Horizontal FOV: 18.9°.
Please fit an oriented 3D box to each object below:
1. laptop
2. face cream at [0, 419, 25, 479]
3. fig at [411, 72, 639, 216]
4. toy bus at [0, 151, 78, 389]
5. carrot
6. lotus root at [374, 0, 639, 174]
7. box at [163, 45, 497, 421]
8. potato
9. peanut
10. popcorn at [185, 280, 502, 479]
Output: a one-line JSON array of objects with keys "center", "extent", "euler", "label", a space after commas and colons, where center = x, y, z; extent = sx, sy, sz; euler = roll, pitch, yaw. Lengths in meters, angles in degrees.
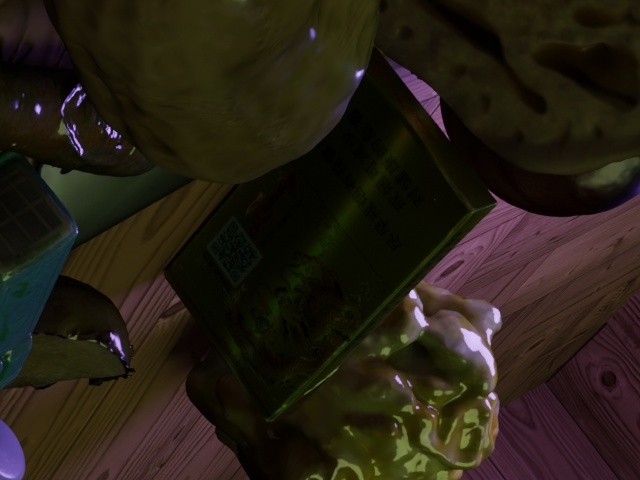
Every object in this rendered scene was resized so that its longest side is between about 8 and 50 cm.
[{"center": [-0.101, -0.080, 1.451], "extent": [0.269, 0.015, 0.187], "euler": [-31, 165, -21], "label": "laptop"}, {"center": [-0.316, 0.203, 1.690], "extent": [0.095, 0.091, 0.091], "euler": [-34, 168, 21], "label": "face cream"}, {"center": [0.207, -0.135, 1.625], "extent": [0.235, 0.235, 0.214], "euler": [-36, 129, -4], "label": "fig"}, {"center": [-0.243, 0.034, 1.305], "extent": [0.091, 0.109, 0.262], "euler": [-35, 168, -32], "label": "toy bus"}, {"center": [-0.180, -0.080, 1.172], "extent": [0.070, 0.070, 0.342], "euler": [-40, 164, 14], "label": "carrot"}, {"center": [0.182, -0.219, 1.158], "extent": [0.250, 0.316, 0.316], "euler": [-45, 175, -42], "label": "lotus root"}, {"center": [0.000, 0.000, 1.628], "extent": [0.043, 0.173, 0.311], "euler": [-18, 156, -50], "label": "box"}, {"center": [-0.236, 0.061, 1.498], "extent": [0.172, 0.089, 0.100], "euler": [-8, 150, 16], "label": "potato"}, {"center": [-0.054, -0.151, 1.031], "extent": [0.192, 0.169, 0.387], "euler": [-40, 166, -10], "label": "peanut"}, {"center": [0.034, 0.142, 1.970], "extent": [0.312, 0.312, 0.312], "euler": [-34, 166, -10], "label": "popcorn"}]
